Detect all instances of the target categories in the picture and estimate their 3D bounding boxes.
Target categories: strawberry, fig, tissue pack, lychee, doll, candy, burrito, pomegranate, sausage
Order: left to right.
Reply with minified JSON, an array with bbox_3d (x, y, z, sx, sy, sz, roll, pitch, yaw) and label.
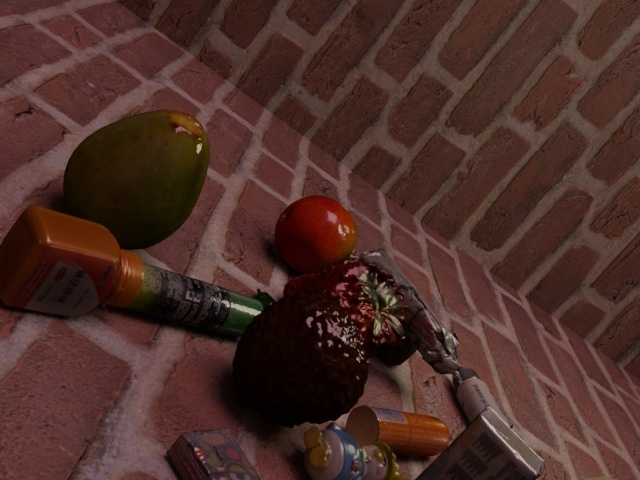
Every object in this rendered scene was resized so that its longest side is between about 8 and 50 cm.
[{"bbox_3d":[-0.356,-0.131,1.631,0.258,0.326,0.258,35,36,-31],"label":"fig"},{"bbox_3d":[-0.154,0.361,1.243,0.109,0.060,0.148,15,30,-54],"label":"tissue pack"},{"bbox_3d":[-0.034,0.222,1.504,0.261,0.260,0.260,34,18,-13],"label":"lychee"},{"bbox_3d":[0.000,0.000,2.195,0.256,0.221,0.221,50,13,-20],"label":"pomegranate"},{"bbox_3d":[0.061,0.172,1.931,0.261,0.258,0.261,31,47,-40],"label":"strawberry"},{"bbox_3d":[0.059,0.405,1.490,0.241,0.098,0.135,21,4,-38],"label":"doll"},{"bbox_3d":[0.152,0.221,2.121,0.234,0.102,0.104,41,17,12],"label":"candy"},{"bbox_3d":[0.184,0.411,1.731,0.312,0.093,0.093,19,26,-46],"label":"sausage"},{"bbox_3d":[0.229,0.178,2.039,0.445,0.101,0.139,55,-3,34],"label":"burrito"},{"bbox_3d":[0.315,0.465,1.618,0.159,0.229,0.145,45,19,18],"label":"tissue pack"}]

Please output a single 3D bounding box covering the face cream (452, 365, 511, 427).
[{"bbox_3d":[0.418,0.435,2.132,0.092,0.092,0.311,29,19,-26],"label":"face cream"}]

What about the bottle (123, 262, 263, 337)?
[{"bbox_3d":[-0.257,0.119,1.585,0.330,0.093,0.093,22,24,-41],"label":"bottle"}]

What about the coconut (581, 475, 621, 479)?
[{"bbox_3d":[0.648,0.647,1.834,0.237,0.237,0.197,28,22,-30],"label":"coconut"}]

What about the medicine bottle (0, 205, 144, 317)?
[{"bbox_3d":[-0.415,0.045,1.362,0.222,0.149,0.112,19,27,-47],"label":"medicine bottle"}]

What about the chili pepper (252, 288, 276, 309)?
[{"bbox_3d":[-0.099,0.182,1.792,0.122,0.065,0.279,30,19,-51],"label":"chili pepper"}]
